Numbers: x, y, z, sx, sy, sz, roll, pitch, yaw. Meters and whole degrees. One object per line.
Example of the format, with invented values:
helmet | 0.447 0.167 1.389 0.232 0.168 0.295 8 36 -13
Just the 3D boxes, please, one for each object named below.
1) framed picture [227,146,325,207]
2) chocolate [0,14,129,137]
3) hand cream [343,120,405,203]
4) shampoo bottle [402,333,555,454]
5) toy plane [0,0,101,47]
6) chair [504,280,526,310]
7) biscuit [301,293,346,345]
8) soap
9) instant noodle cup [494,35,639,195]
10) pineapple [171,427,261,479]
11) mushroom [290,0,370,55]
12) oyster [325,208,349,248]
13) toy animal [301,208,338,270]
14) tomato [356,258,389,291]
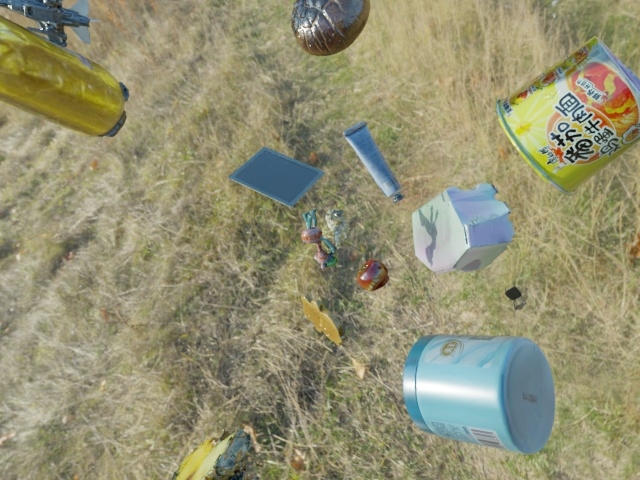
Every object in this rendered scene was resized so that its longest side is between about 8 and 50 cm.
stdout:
framed picture | -0.141 -0.208 1.350 0.252 0.014 0.197 26 55 20
chocolate | -0.546 -0.313 0.749 0.162 0.445 0.162 0 89 11
hand cream | 0.165 -0.225 1.211 0.088 0.256 0.055 -32 2 -19
shampoo bottle | 0.495 0.465 1.311 0.342 0.331 0.331 -14 45 50
toy plane | -0.617 -0.503 0.918 0.234 0.160 0.082 1 35 -24
chair | 0.526 0.148 1.130 0.037 0.042 0.086 -45 5 29
biscuit | 0.012 0.283 1.506 0.036 0.166 0.225 -29 42 -29
soap | 0.448 -0.027 1.376 0.156 0.446 0.262 -3 82 -6
instant noodle cup | 0.510 -0.249 0.822 0.200 0.264 0.264 -42 35 42
pineapple | -0.111 0.331 0.541 0.164 0.139 0.250 -53 7 -9
mushroom | 0.012 -0.326 0.599 0.126 0.085 0.109 -7 49 32
oyster | 0.066 -0.059 1.438 0.106 0.061 0.200 -20 37 -10
toy animal | 0.000 0.000 1.375 0.103 0.208 0.100 -3 26 41
tomato | 0.139 0.094 1.095 0.087 0.075 0.087 -46 10 10
